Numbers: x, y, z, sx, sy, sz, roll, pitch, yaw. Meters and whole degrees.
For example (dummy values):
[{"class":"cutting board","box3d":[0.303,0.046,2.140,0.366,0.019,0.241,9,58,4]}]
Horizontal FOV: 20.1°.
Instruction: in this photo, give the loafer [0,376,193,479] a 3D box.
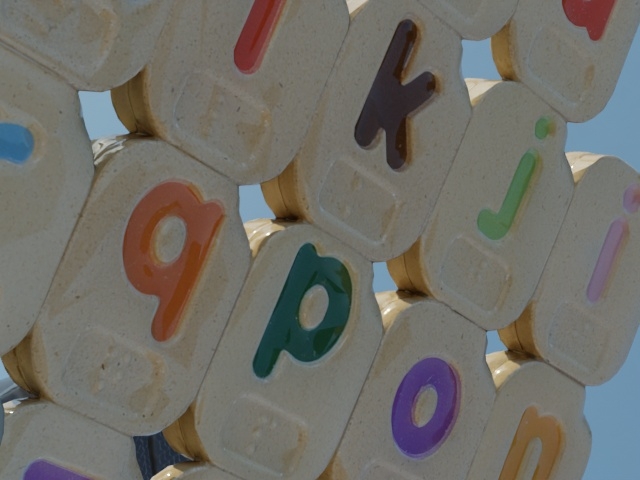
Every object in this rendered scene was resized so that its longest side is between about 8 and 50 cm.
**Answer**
[{"class":"loafer","box3d":[-0.163,0.113,0.722,0.095,0.302,0.109,-19,-89,40]}]

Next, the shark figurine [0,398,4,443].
[{"class":"shark figurine","box3d":[-0.149,0.169,0.366,0.166,0.116,0.278,-6,-102,34]}]

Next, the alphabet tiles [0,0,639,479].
[{"class":"alphabet tiles","box3d":[0.000,0.000,0.497,0.021,0.284,0.278,13,-102,46]}]
